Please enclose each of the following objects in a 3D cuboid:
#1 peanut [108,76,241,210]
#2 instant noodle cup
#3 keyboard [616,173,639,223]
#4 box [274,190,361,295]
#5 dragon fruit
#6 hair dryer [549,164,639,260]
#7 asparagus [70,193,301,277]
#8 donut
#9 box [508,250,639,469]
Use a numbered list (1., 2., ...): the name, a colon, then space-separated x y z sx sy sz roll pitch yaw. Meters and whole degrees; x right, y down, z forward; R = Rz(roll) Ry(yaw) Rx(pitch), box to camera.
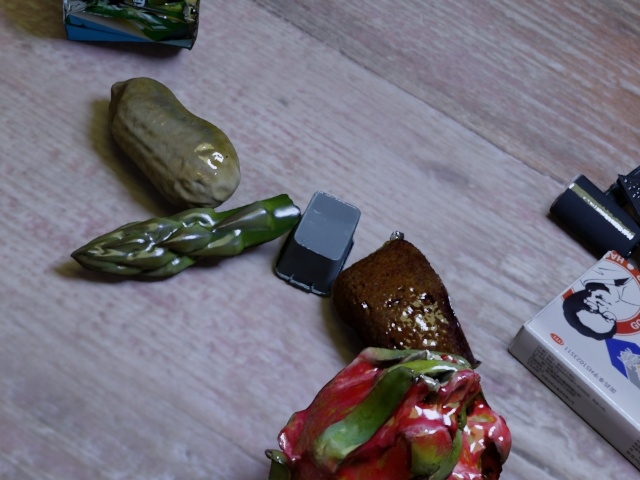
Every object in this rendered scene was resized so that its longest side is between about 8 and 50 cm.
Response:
1. peanut: -0.191 -0.127 1.704 0.120 0.110 0.236 -26 55 -30
2. instant noodle cup: -0.255 -0.375 1.805 0.178 0.240 0.240 2 51 -9
3. keyboard: 0.483 0.010 1.812 0.087 0.017 0.250 6 49 -35
4. box: 0.000 0.000 1.686 0.084 0.069 0.122 23 48 1
5. dragon fruit: 0.074 0.239 1.368 0.237 0.302 0.231 27 22 10
6. hair dryer: 0.448 -0.061 1.908 0.128 0.070 0.255 45 47 17
7. asparagus: -0.165 0.000 1.624 0.287 0.080 0.080 -11 56 -25
8. donut: 0.098 0.089 1.613 0.126 0.144 0.186 -26 89 -12
9. box: 0.438 0.189 1.695 0.353 0.069 0.214 42 51 18
